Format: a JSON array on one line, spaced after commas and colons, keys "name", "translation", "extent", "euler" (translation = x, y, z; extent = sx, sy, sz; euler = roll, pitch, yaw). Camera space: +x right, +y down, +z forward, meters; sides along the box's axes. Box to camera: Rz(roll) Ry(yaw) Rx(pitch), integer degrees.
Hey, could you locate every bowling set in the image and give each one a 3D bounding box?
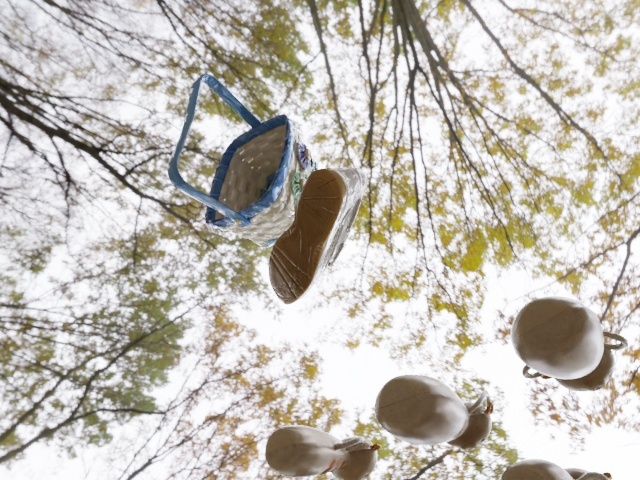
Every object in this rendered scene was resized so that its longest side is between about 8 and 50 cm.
[{"name": "bowling set", "translation": [0.112, 0.191, 0.347], "extent": [0.287, 0.154, 0.199], "euler": [-31, -129, 22]}]

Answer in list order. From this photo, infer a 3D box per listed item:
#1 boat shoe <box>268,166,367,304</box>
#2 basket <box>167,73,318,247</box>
[{"name": "boat shoe", "translation": [0.000, 0.000, 0.763], "extent": [0.098, 0.096, 0.277], "euler": [51, -45, 22]}, {"name": "basket", "translation": [-0.138, -0.140, 0.898], "extent": [0.201, 0.289, 0.254], "euler": [-22, -130, 37]}]
